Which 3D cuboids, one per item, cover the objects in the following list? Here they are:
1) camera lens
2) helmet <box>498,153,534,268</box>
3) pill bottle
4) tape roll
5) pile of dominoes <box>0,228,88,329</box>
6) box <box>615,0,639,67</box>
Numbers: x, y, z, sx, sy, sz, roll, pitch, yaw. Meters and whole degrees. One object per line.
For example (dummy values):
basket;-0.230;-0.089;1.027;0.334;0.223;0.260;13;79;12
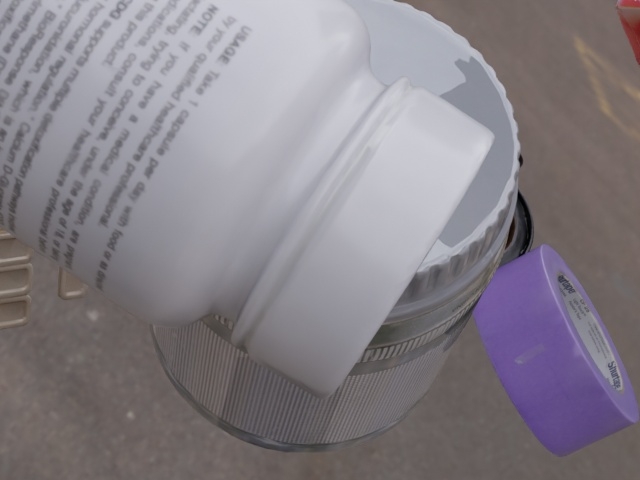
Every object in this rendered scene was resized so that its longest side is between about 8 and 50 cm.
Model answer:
camera lens;0.000;0.000;0.878;0.219;0.274;0.219;4;61;-7
helmet;0.161;-0.033;1.545;0.169;0.169;0.161;56;-13;31
pill bottle;-0.080;-0.064;0.571;0.283;0.160;0.160;33;20;3
tape roll;0.222;0.104;1.277;0.189;0.080;0.189;51;21;-27
pile of dominoes;-0.283;-0.045;1.149;0.196;0.251;0.040;-8;22;-42
box;0.359;-0.204;0.938;0.154;0.300;0.142;17;-30;46
